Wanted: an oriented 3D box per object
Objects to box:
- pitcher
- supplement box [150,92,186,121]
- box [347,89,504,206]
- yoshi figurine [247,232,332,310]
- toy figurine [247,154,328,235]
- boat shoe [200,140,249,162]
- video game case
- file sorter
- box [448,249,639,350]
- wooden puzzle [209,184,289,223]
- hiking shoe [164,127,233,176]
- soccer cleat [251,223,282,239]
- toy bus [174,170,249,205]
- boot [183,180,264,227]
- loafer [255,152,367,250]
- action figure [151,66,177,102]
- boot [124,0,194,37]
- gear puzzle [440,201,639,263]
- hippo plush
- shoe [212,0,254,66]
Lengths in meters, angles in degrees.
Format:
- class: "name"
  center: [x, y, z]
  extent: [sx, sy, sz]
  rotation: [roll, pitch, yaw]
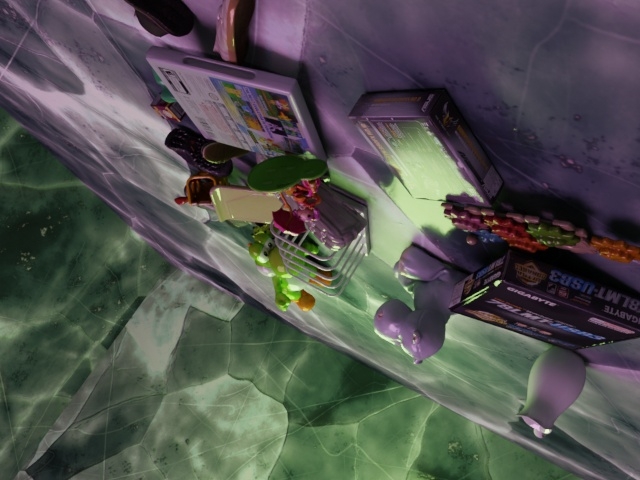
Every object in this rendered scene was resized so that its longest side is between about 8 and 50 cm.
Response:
- class: "pitcher"
  center: [0.575, 0.382, 1.592]
  extent: [0.125, 0.207, 0.178]
  rotation: [21, 160, 33]
- class: "supplement box"
  center: [-0.380, -0.335, 1.612]
  extent: [0.083, 0.043, 0.055]
  rotation: [17, 158, 44]
- class: "box"
  center: [0.180, -0.153, 1.087]
  extent: [0.183, 0.056, 0.231]
  rotation: [13, 154, 50]
- class: "yoshi figurine"
  center: [-0.083, 0.100, 2.007]
  extent: [0.203, 0.203, 0.362]
  rotation: [-21, 146, 18]
- class: "toy figurine"
  center: [-0.052, -0.085, 1.369]
  extent: [0.173, 0.130, 0.159]
  rotation: [-6, 130, 13]
- class: "boat shoe"
  center: [-0.230, -0.221, 1.523]
  extent: [0.049, 0.056, 0.152]
  rotation: [33, -151, 28]
- class: "video game case"
  center: [-0.153, -0.258, 1.291]
  extent: [0.300, 0.036, 0.329]
  rotation: [17, 166, 15]
- class: "file sorter"
  center: [0.000, 0.000, 1.636]
  extent: [0.193, 0.173, 0.277]
  rotation: [27, 162, 17]
- class: "box"
  center: [0.442, 0.131, 1.275]
  extent: [0.295, 0.073, 0.293]
  rotation: [19, 164, -3]
- class: "wooden puzzle"
  center: [-0.167, -0.099, 1.740]
  extent: [0.239, 0.044, 0.221]
  rotation: [2, 160, 0]
- class: "hiking shoe"
  center: [-0.313, -0.232, 1.747]
  extent: [0.227, 0.086, 0.114]
  rotation: [32, 177, 24]
- class: "soccer cleat"
  center: [-0.156, -0.027, 2.057]
  extent: [0.072, 0.060, 0.179]
  rotation: [16, 170, -31]
- class: "toy bus"
  center: [-0.313, -0.165, 1.844]
  extent: [0.202, 0.191, 0.104]
  rotation: [16, 117, 49]
- class: "boot"
  center: [-0.296, -0.121, 2.019]
  extent: [0.246, 0.083, 0.161]
  rotation: [34, 160, -29]
- class: "loafer"
  center: [-0.027, -0.115, 1.485]
  extent: [0.319, 0.111, 0.112]
  rotation: [47, 158, 13]
- class: "action figure"
  center: [-0.246, -0.323, 1.375]
  extent: [0.232, 0.063, 0.137]
  rotation: [20, 158, 19]
- class: "boot"
  center: [-0.344, -0.450, 1.194]
  extent: [0.198, 0.077, 0.137]
  rotation: [45, 164, -31]
- class: "gear puzzle"
  center: [0.378, 0.002, 1.094]
  extent: [0.339, 0.044, 0.175]
  rotation: [13, 171, 41]
- class: "hippo plush"
  center: [0.264, 0.184, 1.553]
  extent: [0.294, 0.236, 0.234]
  rotation: [24, 161, 27]
- class: "shoe"
  center: [-0.155, -0.360, 1.086]
  extent: [0.058, 0.076, 0.219]
  rotation: [27, 165, -2]
